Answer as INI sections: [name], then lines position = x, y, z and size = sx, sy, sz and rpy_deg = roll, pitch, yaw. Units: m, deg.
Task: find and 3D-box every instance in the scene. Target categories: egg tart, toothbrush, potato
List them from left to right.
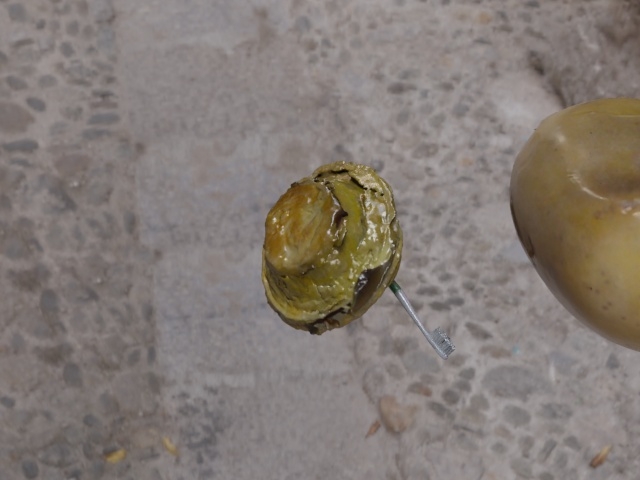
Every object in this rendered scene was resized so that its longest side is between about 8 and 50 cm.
[egg tart]
position = 0.000, 0.000, 1.280
size = 0.241, 0.106, 0.241
rpy_deg = -18, 59, 32
[toothbrush]
position = 0.091, 0.053, 1.293
size = 0.257, 0.024, 0.018
rpy_deg = 51, 20, 23
[potato]
position = 0.206, -0.009, 0.611
size = 0.150, 0.146, 0.234
rpy_deg = -28, 27, 14
